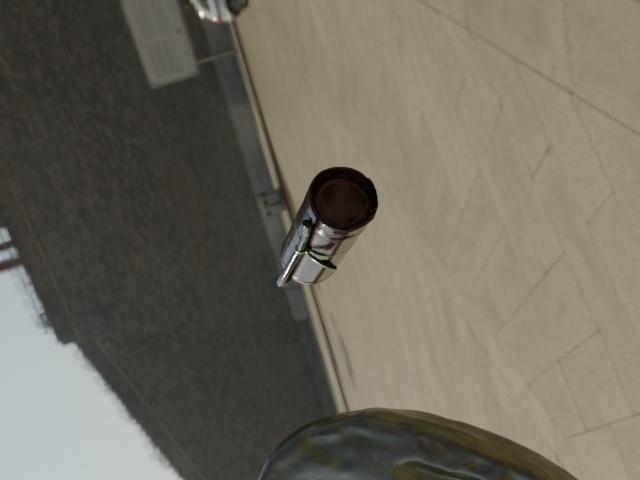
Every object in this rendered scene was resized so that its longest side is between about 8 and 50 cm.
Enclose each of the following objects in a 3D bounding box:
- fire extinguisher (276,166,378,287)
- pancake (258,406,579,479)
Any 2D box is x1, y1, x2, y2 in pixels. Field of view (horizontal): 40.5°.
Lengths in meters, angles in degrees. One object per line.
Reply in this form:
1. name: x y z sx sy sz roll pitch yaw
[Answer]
1. fire extinguisher: 0.000 0.000 0.498 0.039 0.056 0.132 44 159 5
2. pancake: 0.075 0.238 0.647 0.049 0.295 0.294 -71 -31 -61
